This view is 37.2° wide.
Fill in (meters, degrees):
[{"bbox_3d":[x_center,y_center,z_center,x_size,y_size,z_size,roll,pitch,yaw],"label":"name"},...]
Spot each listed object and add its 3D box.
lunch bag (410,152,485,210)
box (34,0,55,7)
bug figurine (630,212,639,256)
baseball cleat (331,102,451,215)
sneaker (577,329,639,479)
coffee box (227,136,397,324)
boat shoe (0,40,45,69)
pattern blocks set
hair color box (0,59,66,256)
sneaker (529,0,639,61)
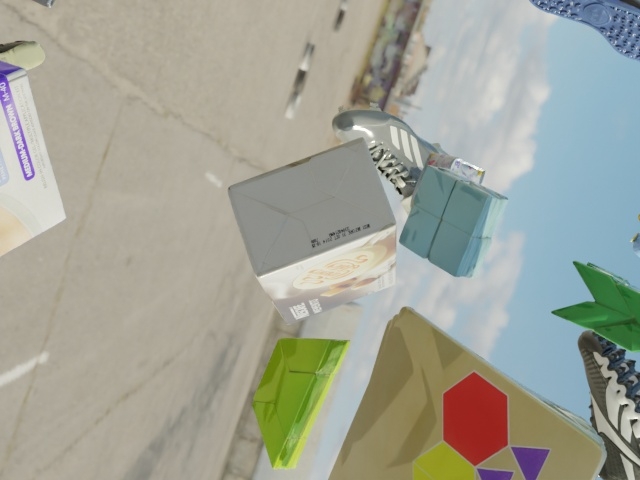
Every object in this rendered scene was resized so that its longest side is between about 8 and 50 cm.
[{"bbox_3d":[0.139,-0.050,1.060,0.083,0.053,0.071,-66,-160,0],"label":"lunch bag"},{"bbox_3d":[-0.275,-0.486,0.985,0.312,0.179,0.343,-50,-159,53],"label":"box"},{"bbox_3d":[0.423,0.064,1.065,0.072,0.216,0.279,-26,171,30],"label":"bug figurine"},{"bbox_3d":[0.099,-0.094,1.181,0.072,0.206,0.109,-27,-124,43],"label":"baseball cleat"},{"bbox_3d":[0.336,0.218,1.079,0.106,0.234,0.078,-34,165,29],"label":"sneaker"},{"bbox_3d":[0.000,0.000,0.987,0.246,0.141,0.098,77,-6,-74],"label":"coffee box"},{"bbox_3d":[-0.452,-0.246,1.324,0.042,0.133,0.048,21,-51,59],"label":"boat shoe"},{"bbox_3d":[0.056,0.141,0.475,0.285,0.026,0.324,46,-62,41],"label":"pattern blocks set"},{"bbox_3d":[-0.426,-0.033,0.920,0.339,0.110,0.185,-36,134,-36],"label":"hair color box"},{"bbox_3d":[0.395,-0.321,1.276,0.090,0.232,0.081,-53,169,-27],"label":"sneaker"}]
